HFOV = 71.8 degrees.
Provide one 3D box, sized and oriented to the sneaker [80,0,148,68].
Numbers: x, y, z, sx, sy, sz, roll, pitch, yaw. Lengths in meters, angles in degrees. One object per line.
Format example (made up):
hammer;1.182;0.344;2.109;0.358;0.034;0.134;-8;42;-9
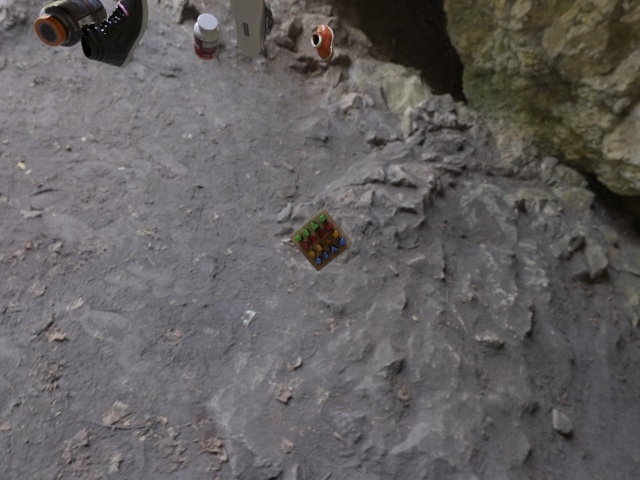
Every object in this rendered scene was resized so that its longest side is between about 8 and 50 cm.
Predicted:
sneaker;-0.642;-0.660;1.365;0.147;0.296;0.104;-22;73;-51

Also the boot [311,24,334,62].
boot;0.003;-0.697;1.518;0.085;0.059;0.157;29;48;-48

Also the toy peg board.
toy peg board;0.000;0.000;1.513;0.160;0.161;0.079;51;4;0

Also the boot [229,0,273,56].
boot;-0.137;-0.481;0.919;0.069;0.190;0.086;25;68;0

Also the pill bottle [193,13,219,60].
pill bottle;-0.395;-0.705;1.531;0.086;0.152;0.085;5;73;-16

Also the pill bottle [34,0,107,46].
pill bottle;-0.834;-0.731;1.473;0.131;0.130;0.245;34;41;-16
